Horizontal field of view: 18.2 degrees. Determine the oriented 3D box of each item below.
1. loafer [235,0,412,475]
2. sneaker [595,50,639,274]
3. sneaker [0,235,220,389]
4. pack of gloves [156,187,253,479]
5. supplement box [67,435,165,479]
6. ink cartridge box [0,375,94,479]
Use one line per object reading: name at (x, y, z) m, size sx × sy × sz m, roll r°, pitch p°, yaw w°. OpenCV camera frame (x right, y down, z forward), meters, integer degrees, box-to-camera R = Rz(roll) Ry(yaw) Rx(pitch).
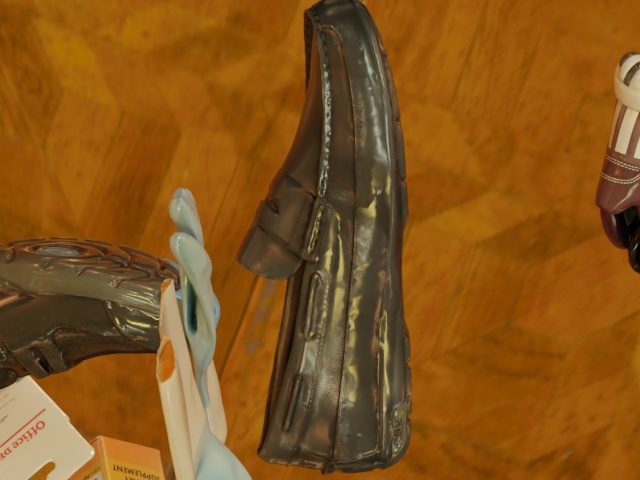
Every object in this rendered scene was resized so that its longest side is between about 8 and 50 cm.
loafer at (0.000, 0.000, 0.913) m, size 0.078 × 0.076 × 0.223 m, roll -2°, pitch 101°, yaw -4°
sneaker at (0.299, -0.044, 1.553) m, size 0.281 × 0.106 × 0.162 m, roll 11°, pitch 103°, yaw -43°
sneaker at (-0.238, 0.067, 1.485) m, size 0.341 × 0.125 × 0.139 m, roll 4°, pitch 96°, yaw 15°
pack of gloves at (-0.053, 0.095, 1.144) m, size 0.046 × 0.232 × 0.195 m, roll -4°, pitch 40°, yaw 3°
supplement box at (-0.166, 0.289, 1.714) m, size 0.078 × 0.080 × 0.233 m, roll 21°, pitch 43°, yaw -42°
ink cartridge box at (-0.281, 0.154, 1.671) m, size 0.104 × 0.060 × 0.180 m, roll -40°, pitch 75°, yaw -16°
